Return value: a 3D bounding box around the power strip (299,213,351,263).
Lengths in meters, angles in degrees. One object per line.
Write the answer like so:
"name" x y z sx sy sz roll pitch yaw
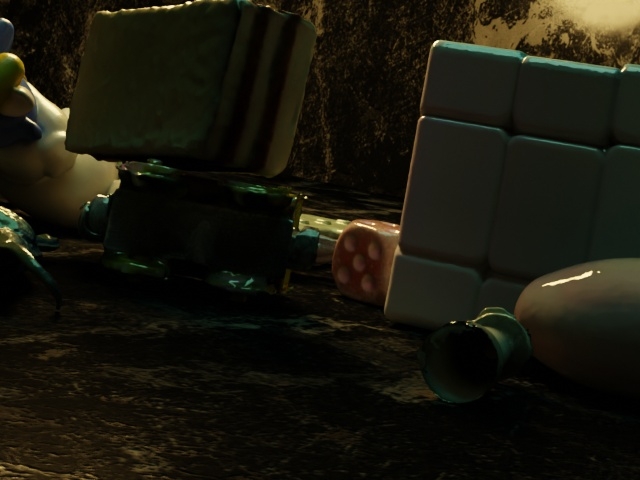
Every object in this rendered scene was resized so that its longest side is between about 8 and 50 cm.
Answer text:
"power strip" 0.000 -0.001 1.989 0.194 0.059 0.265 12 6 24

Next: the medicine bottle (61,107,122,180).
"medicine bottle" -0.398 -0.149 2.355 0.225 0.139 0.139 8 6 -15

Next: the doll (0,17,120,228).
"doll" -0.386 -0.146 1.806 0.376 0.187 0.365 -6 -37 33

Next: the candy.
"candy" -0.150 -0.169 1.572 0.135 0.179 0.321 12 -4 -39

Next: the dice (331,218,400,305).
"dice" 0.075 0.028 1.668 0.091 0.094 0.093 20 10 41

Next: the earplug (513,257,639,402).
"earplug" 0.320 0.088 1.281 0.301 0.172 0.172 6 2 33

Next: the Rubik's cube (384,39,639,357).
"Rubik's cube" 0.286 -0.039 1.573 0.316 0.318 0.322 11 5 22

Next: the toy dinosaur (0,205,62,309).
"toy dinosaur" -0.322 -0.002 1.364 0.147 0.076 0.363 16 1 -13

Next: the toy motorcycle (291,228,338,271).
"toy motorcycle" -0.063 0.010 1.760 0.193 0.061 0.124 3 1 -10

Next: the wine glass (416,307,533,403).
"wine glass" 0.136 0.099 1.212 0.072 0.072 0.155 12 5 19

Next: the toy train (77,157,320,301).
"toy train" -0.126 -0.014 1.517 0.261 0.134 0.177 11 5 5
